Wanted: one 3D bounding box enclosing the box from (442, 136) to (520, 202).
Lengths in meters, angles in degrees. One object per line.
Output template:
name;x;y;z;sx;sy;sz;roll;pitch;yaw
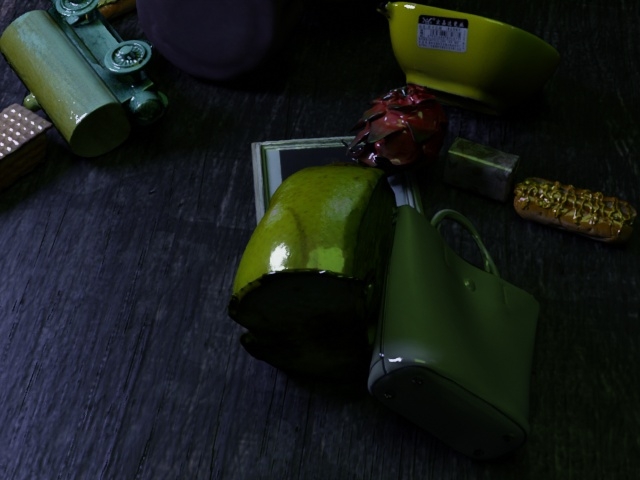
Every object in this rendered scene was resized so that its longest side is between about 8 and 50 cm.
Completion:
box;0.218;-0.096;1.578;0.098;0.062;0.045;19;46;19

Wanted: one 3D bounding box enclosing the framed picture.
framed picture;0.026;-0.040;1.555;0.231;0.018;0.293;-4;49;-4

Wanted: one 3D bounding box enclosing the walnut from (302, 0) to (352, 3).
walnut;0.021;-0.546;1.805;0.383;0.383;0.384;0;48;0

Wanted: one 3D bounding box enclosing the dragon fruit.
dragon fruit;0.104;-0.146;1.558;0.142;0.130;0.121;-43;61;15

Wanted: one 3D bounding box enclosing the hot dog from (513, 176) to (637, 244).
hot dog;0.335;-0.042;1.541;0.165;0.045;0.071;18;52;14

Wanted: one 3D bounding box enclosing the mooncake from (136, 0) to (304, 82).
mooncake;-0.144;-0.354;1.687;0.245;0.245;0.133;17;47;14

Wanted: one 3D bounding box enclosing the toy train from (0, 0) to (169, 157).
toy train;-0.346;-0.255;1.672;0.189;0.126;0.307;-26;54;-21

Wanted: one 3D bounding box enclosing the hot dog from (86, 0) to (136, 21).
hot dog;-0.340;-0.377;1.837;0.133;0.041;0.056;-33;57;-26

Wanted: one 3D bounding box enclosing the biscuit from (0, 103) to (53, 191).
biscuit;-0.522;-0.055;1.540;0.094;0.054;0.378;31;55;26

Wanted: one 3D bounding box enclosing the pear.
pear;0.000;0.000;1.353;0.164;0.238;0.255;5;59;13

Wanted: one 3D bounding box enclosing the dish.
dish;0.201;-0.250;1.659;0.262;0.221;0.108;18;90;19

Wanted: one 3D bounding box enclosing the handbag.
handbag;0.168;0.077;1.346;0.241;0.109;0.315;36;47;-23
